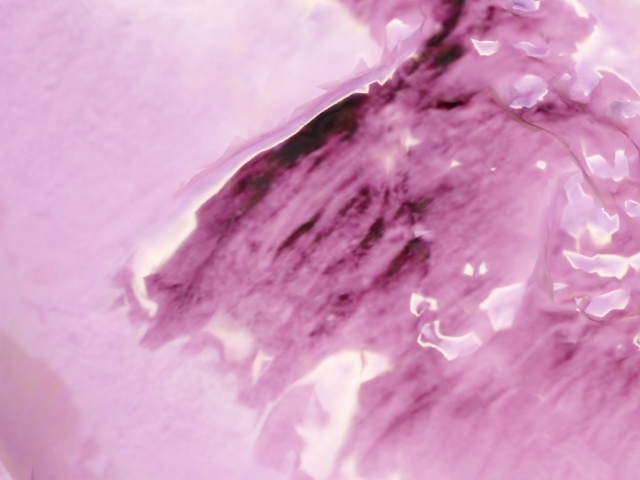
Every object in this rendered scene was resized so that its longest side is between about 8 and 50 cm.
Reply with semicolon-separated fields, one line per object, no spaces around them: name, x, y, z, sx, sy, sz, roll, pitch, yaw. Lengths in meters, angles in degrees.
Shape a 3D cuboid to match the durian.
durian;-0.001;-0.001;0.361;0.341;0.191;0.112;47;16;-1
